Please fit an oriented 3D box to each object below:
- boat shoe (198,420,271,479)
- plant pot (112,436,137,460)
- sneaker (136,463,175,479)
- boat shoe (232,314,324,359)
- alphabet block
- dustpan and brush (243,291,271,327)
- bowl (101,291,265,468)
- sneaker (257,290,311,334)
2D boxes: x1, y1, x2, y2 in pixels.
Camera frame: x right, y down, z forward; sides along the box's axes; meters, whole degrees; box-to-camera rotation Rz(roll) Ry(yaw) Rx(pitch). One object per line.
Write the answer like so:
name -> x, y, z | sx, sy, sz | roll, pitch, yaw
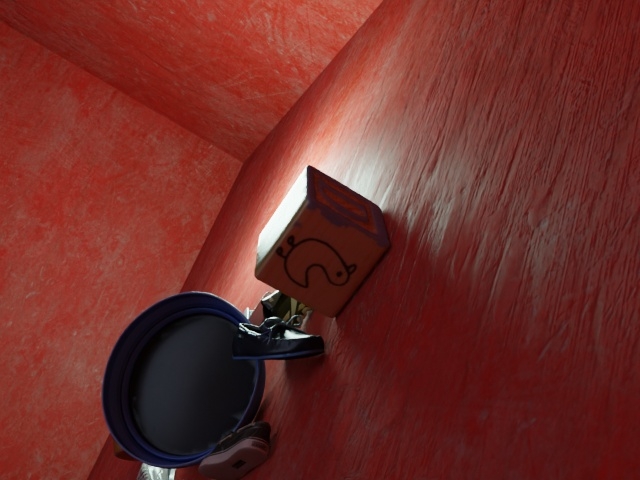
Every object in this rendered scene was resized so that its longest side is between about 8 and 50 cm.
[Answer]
boat shoe -> -0.166, 0.420, 1.329 | 0.219, 0.077, 0.070 | -37, 27, 39
plant pot -> -0.592, 0.606, 2.170 | 0.205, 0.205, 0.188 | -45, 37, 45
sneaker -> -0.443, 0.646, 1.767 | 0.090, 0.094, 0.235 | -57, 17, 7
boat shoe -> -0.099, 0.194, 1.333 | 0.258, 0.109, 0.089 | -9, 76, 41
alphabet block -> 0.000, 0.000, 1.332 | 0.197, 0.192, 0.193 | -55, 14, 22
dustpan and brush -> -0.196, 0.229, 1.791 | 0.147, 0.060, 0.211 | -54, 16, 22
bowl -> -0.303, 0.311, 1.504 | 0.391, 0.391, 0.077 | -65, -26, -16
sneaker -> -0.072, 0.136, 1.473 | 0.234, 0.106, 0.078 | -65, 16, -16
